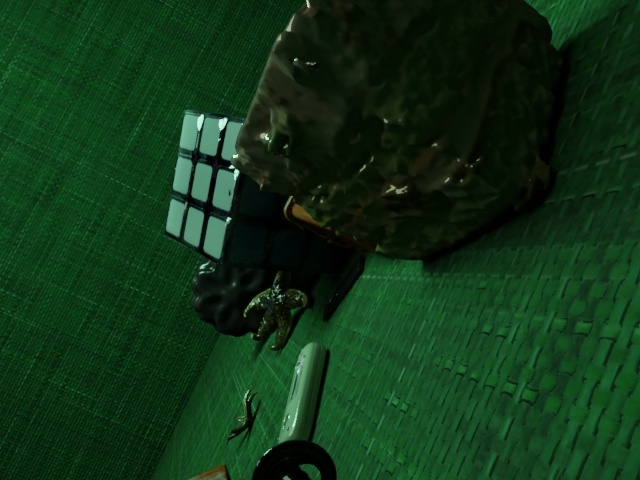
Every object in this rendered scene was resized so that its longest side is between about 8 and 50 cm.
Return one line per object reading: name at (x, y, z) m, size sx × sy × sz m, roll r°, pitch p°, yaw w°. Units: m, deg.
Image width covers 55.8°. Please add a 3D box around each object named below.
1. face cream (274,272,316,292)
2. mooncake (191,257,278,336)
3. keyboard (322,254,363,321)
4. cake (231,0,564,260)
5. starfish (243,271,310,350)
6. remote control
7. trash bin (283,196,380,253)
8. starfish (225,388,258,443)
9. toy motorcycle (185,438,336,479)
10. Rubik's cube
face cream at (0.000, 0.000, 1.471) m, size 0.341 × 0.084 × 0.137 m, roll -55°, pitch 23°, yaw 31°
mooncake at (-0.239, 0.148, 1.771) m, size 0.283 × 0.282 × 0.141 m, roll -62°, pitch 4°, yaw 10°
keyboard at (0.044, 0.095, 1.182) m, size 0.155 × 0.010 × 0.053 m, roll -57°, pitch 13°, yaw 34°
cake at (0.088, -0.167, 0.756) m, size 0.293 × 0.306 × 0.314 m, roll -67°, pitch 10°, yaw -28°
starfish at (-0.099, 0.156, 1.479) m, size 0.071 × 0.215 × 0.238 m, roll -12°, pitch -67°, yaw -49°
remote control at (-0.031, 0.266, 1.035) m, size 0.078 × 0.042 × 0.221 m, roll -55°, pitch 13°, yaw 39°
trash bin at (0.061, -0.059, 1.082) m, size 0.161 × 0.184 × 0.238 m, roll -63°, pitch 21°, yaw 2°
starfish at (-0.183, 0.428, 1.415) m, size 0.130 × 0.041 × 0.133 m, roll -67°, pitch -1°, yaw -78°
toy motorcycle at (-0.115, 0.357, 0.634) m, size 0.325 × 0.222 × 0.148 m, roll -19°, pitch 7°, yaw -11°
Rubik's cube at (-0.133, -0.111, 1.352) m, size 0.303 × 0.305 × 0.301 m, roll 21°, pitch 101°, yaw 48°
